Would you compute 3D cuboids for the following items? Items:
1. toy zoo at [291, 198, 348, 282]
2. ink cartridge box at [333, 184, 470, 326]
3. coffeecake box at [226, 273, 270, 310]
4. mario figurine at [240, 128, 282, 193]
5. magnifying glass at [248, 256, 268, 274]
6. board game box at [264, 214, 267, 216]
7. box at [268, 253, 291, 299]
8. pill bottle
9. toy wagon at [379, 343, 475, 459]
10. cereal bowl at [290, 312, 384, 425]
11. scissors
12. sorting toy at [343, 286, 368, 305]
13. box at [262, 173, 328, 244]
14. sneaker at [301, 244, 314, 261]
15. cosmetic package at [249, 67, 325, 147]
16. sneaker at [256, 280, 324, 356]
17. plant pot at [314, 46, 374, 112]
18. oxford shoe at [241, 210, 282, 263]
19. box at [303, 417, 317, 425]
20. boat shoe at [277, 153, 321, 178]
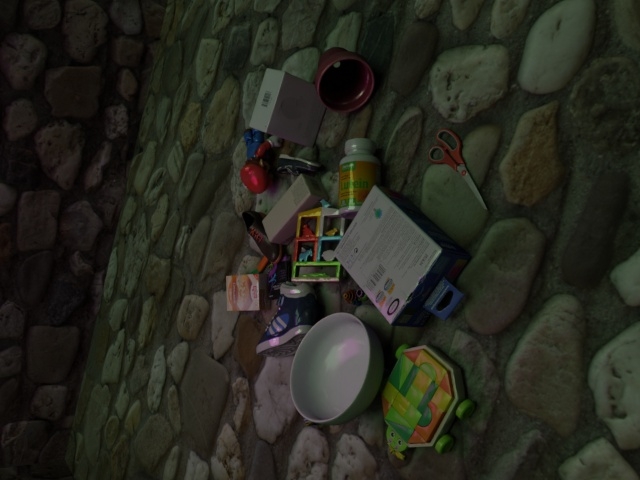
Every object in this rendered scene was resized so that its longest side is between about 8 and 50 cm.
[{"bbox_3d":[0.000,0.000,1.910,0.192,0.030,0.294,-3,74,29],"label":"toy zoo"},{"bbox_3d":[0.240,0.063,1.594,0.270,0.151,0.395,-60,44,22],"label":"ink cartridge box"},{"bbox_3d":[-0.287,0.207,2.186,0.185,0.068,0.143,-7,82,38],"label":"coffeecake box"},{"bbox_3d":[-0.242,-0.326,2.267,0.198,0.169,0.321,99,170,-59],"label":"mario figurine"},{"bbox_3d":[-0.258,0.138,2.231,0.231,0.026,0.092,-58,47,25],"label":"magnifying glass"},{"bbox_3d":[-0.256,-0.067,2.271,0.090,0.020,0.090,12,90,49],"label":"board game box"},{"bbox_3d":[-0.158,0.141,2.112,0.116,0.029,0.162,-17,71,45],"label":"box"},{"bbox_3d":[0.127,-0.199,1.784,0.136,0.136,0.246,-10,75,47],"label":"pill bottle"},{"bbox_3d":[0.268,0.469,1.540,0.267,0.068,0.345,40,111,45],"label":"toy wagon"},{"bbox_3d":[0.067,0.403,1.691,0.338,0.141,0.339,-30,43,32],"label":"cereal bowl"},{"bbox_3d":[0.406,-0.212,1.563,0.109,0.021,0.297,-55,45,22],"label":"scissors"},{"bbox_3d":[0.111,0.181,1.794,0.101,0.042,0.061,-25,64,42],"label":"sorting toy"},{"bbox_3d":[-0.098,-0.112,2.049,0.275,0.094,0.113,-46,51,32],"label":"box"},{"bbox_3d":[-0.034,0.057,1.984,0.135,0.052,0.058,21,111,51],"label":"sneaker"},{"bbox_3d":[-0.113,-0.490,2.047,0.138,0.224,0.224,30,104,49],"label":"cosmetic package"},{"bbox_3d":[-0.121,0.273,1.987,0.322,0.130,0.237,-35,48,44],"label":"sneaker"},{"bbox_3d":[0.070,-0.572,1.902,0.201,0.201,0.180,-52,33,28],"label":"plant pot"},{"bbox_3d":[-0.235,-0.013,2.147,0.097,0.098,0.271,-51,49,20],"label":"oxford shoe"},{"bbox_3d":[0.010,0.549,1.820,0.169,0.054,0.059,-47,50,32],"label":"box"},{"bbox_3d":[-0.088,-0.274,2.071,0.254,0.095,0.079,19,95,50],"label":"boat shoe"}]
